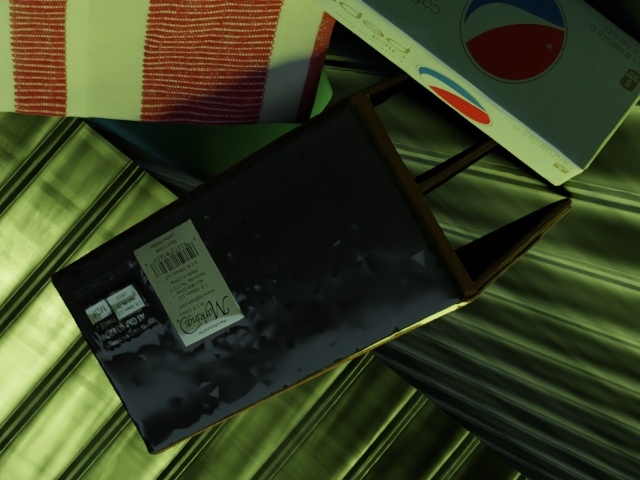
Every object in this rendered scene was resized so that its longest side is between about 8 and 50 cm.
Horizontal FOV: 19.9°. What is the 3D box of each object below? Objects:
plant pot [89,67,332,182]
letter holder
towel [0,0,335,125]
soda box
[{"bbox_3d":[-0.114,-0.141,1.372,0.165,0.166,0.234,29,173,48],"label":"plant pot"},{"bbox_3d":[0.000,0.000,1.305,0.152,0.302,0.214,60,-145,-2],"label":"letter holder"},{"bbox_3d":[-0.156,-0.128,1.123,0.329,0.037,0.237,2,159,-7],"label":"towel"},{"bbox_3d":[0.065,-0.123,0.940,0.216,0.074,0.069,37,173,0],"label":"soda box"}]
